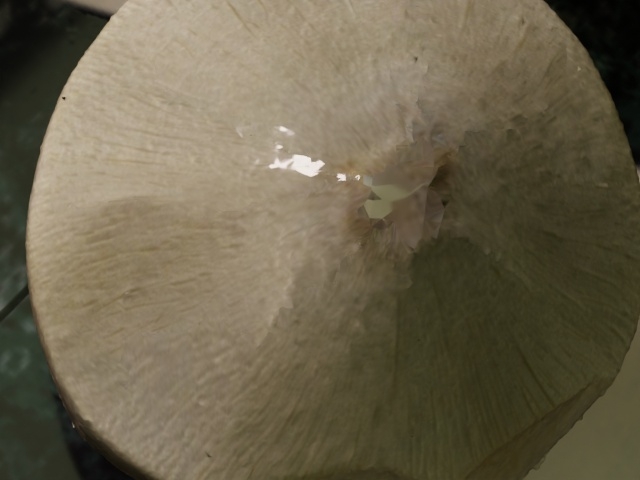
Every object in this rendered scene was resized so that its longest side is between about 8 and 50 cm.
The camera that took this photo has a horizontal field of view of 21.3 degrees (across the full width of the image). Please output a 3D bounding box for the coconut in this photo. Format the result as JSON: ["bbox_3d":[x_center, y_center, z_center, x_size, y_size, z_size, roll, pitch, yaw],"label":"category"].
[{"bbox_3d":[0.000,0.000,0.668,0.237,0.266,0.237,3,79,-14],"label":"coconut"}]
